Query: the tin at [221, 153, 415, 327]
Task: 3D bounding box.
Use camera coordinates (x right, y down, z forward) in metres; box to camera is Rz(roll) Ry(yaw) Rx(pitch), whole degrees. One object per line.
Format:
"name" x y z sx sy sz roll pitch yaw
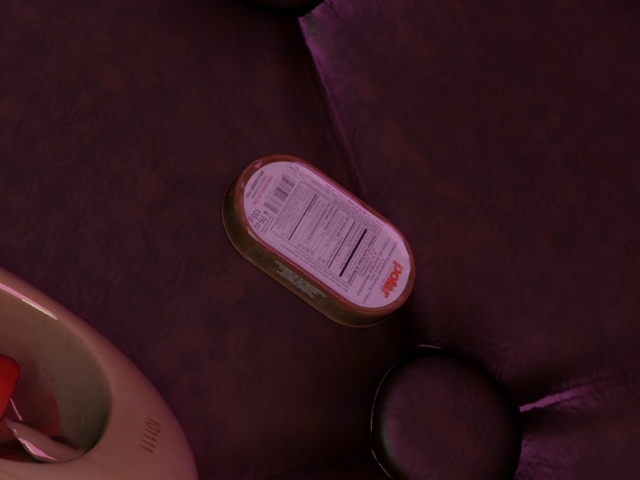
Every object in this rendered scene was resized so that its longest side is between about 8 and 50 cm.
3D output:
"tin" 0.000 0.000 1.289 0.190 0.040 0.106 35 62 -8

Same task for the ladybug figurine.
"ladybug figurine" -0.304 0.116 0.984 0.449 0.162 0.305 30 25 -10
